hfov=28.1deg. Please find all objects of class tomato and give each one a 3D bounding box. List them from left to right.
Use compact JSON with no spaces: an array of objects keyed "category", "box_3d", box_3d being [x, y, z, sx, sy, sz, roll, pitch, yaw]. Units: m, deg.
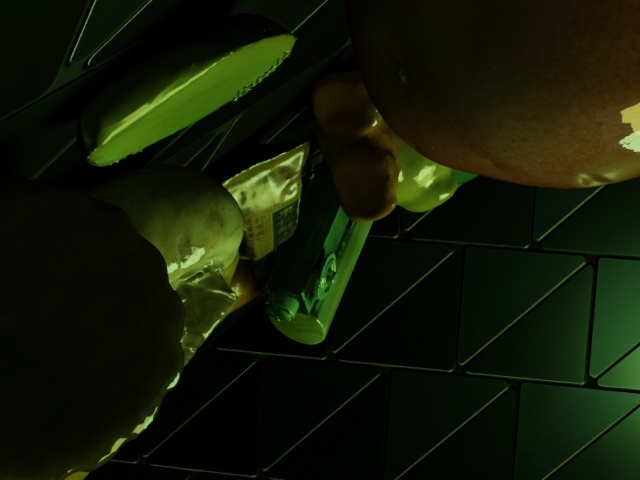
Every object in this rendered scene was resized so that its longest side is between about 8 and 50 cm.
[{"category":"tomato","box_3d":[0.179,-0.189,1.078,0.273,0.341,0.341,-22,167,-29]}]

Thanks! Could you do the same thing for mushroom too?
[{"category":"mushroom","box_3d":[-0.182,0.040,1.202,0.255,0.184,0.255,-50,-174,7]}]

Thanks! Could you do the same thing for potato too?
[{"category":"potato","box_3d":[-0.110,-0.125,0.989,0.198,0.054,0.119,-34,174,-16]}]

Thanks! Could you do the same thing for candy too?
[{"category":"candy","box_3d":[-0.078,-0.057,1.631,0.143,0.101,0.271,-34,168,-12]}]

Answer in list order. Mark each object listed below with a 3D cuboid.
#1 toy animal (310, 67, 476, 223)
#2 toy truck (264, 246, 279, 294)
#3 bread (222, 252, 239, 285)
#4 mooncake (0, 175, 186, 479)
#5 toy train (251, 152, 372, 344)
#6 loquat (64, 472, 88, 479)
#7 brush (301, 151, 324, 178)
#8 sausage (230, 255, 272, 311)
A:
[{"category":"toy animal","box_3d":[0.104,-0.145,1.657,0.191,0.216,0.338,-10,-171,39]},{"category":"toy truck","box_3d":[-0.088,0.036,1.929,0.067,0.175,0.081,-42,169,24]},{"category":"bread","box_3d":[-0.193,0.052,1.488,0.244,0.134,0.244,-37,177,-3]},{"category":"mooncake","box_3d":[-0.217,0.070,0.948,0.228,0.228,0.124,-39,-177,-13]},{"category":"toy train","box_3d":[-0.008,-0.001,1.849,0.189,0.126,0.307,90,20,-59]},{"category":"loquat","box_3d":[-0.324,0.187,1.358,0.238,0.193,0.238,-53,175,-7]},{"category":"brush","box_3d":[-0.048,-0.071,1.940,0.070,0.065,0.327,-46,174,31]},{"category":"sausage","box_3d":[-0.187,0.079,1.816,0.274,0.105,0.105,-27,170,-27]}]
